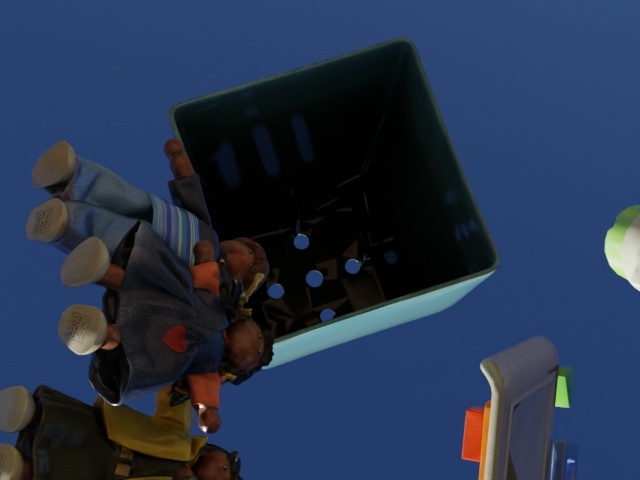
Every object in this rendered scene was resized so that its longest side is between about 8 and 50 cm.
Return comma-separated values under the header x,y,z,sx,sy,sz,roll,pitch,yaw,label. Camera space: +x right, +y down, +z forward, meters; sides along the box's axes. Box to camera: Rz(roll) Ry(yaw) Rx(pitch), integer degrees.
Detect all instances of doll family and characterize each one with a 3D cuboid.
x,y,z,sx,sy,sz,roll,pitch,yaw,label
-0.059,0.050,0.431,0.111,0.076,0.193,21,-106,-42,doll family

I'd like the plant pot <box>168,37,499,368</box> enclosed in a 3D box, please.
x,y,z,sx,sy,sz,roll,pitch,yaw,label
0.000,0.000,0.834,0.166,0.234,0.165,-17,-105,-9,plant pot

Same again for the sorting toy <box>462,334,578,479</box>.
x,y,z,sx,sy,sz,roll,pitch,yaw,label
0.140,0.178,0.893,0.047,0.196,0.347,2,-177,24,sorting toy

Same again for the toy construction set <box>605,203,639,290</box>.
x,y,z,sx,sy,sz,roll,pitch,yaw,label
0.164,0.092,0.409,0.215,0.328,0.151,10,-160,-21,toy construction set
